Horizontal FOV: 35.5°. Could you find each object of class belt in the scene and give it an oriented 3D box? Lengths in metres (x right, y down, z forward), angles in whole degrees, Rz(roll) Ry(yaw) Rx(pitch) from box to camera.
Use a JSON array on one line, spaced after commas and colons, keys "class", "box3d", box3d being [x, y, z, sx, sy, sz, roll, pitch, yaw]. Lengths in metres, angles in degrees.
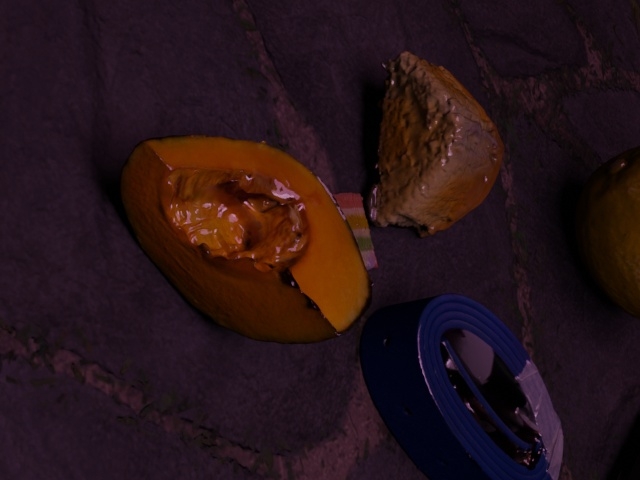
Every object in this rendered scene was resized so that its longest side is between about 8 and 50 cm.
[{"class": "belt", "box3d": [0.202, 0.222, 1.400, 0.347, 0.117, 0.212, 50, 48, -21]}]

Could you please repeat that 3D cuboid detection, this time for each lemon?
[{"class": "lemon", "box3d": [0.616, -0.016, 1.756, 0.348, 0.348, 0.348, 17, 66, -42]}]

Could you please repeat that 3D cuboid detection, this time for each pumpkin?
[{"class": "pumpkin", "box3d": [-0.090, -0.014, 1.155, 0.312, 0.148, 0.169, 47, 39, -14]}]

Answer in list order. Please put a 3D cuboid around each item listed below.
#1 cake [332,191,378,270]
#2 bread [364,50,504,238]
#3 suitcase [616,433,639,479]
[{"class": "cake", "box3d": [0.015, -0.006, 1.297, 0.225, 0.090, 0.109, -12, 83, -48]}, {"class": "bread", "box3d": [0.176, -0.134, 1.456, 0.204, 0.163, 0.262, 10, 85, -56]}, {"class": "suitcase", "box3d": [0.694, 0.502, 1.765, 0.283, 0.194, 0.434, -42, 108, -45]}]
